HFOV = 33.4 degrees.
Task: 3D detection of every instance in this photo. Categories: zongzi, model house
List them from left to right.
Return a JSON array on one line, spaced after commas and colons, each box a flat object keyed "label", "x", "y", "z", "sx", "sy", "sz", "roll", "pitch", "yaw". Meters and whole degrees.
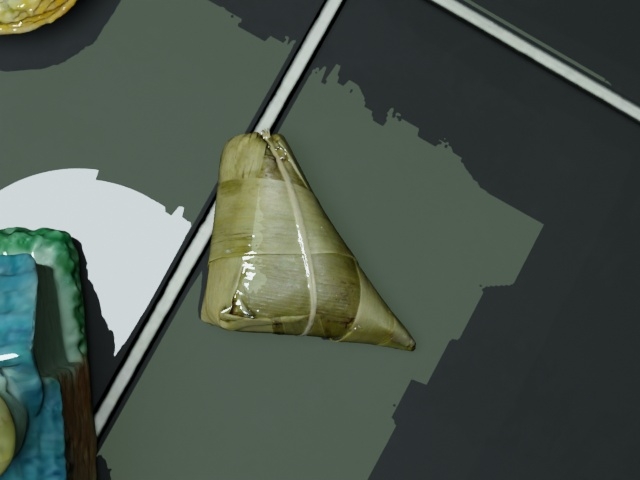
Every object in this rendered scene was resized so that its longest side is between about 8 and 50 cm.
[{"label": "model house", "x": -0.249, "y": 0.116, "z": 0.672, "sx": 0.194, "sy": 0.325, "sz": 0.267, "roll": -4, "pitch": 86, "yaw": -9}, {"label": "zongzi", "x": 0.000, "y": 0.000, "z": 0.839, "sx": 0.176, "sy": 0.078, "sz": 0.160, "roll": 7, "pitch": 85, "yaw": -16}]

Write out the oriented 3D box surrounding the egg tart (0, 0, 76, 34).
[{"label": "egg tart", "x": -0.256, "y": -0.254, "z": 0.816, "sx": 0.212, "sy": 0.090, "sz": 0.212, "roll": 1, "pitch": 83, "yaw": -7}]
